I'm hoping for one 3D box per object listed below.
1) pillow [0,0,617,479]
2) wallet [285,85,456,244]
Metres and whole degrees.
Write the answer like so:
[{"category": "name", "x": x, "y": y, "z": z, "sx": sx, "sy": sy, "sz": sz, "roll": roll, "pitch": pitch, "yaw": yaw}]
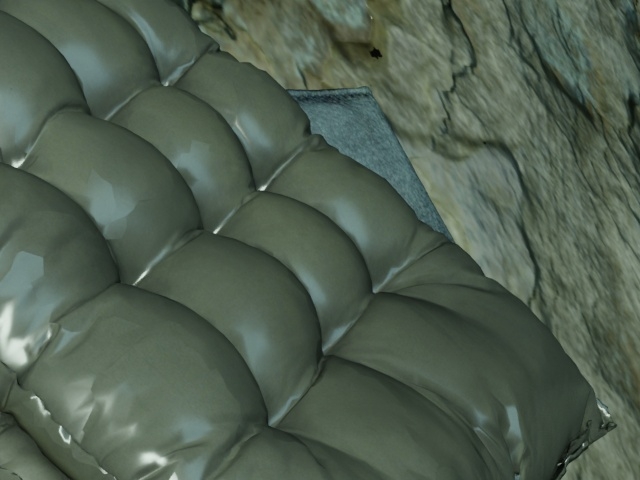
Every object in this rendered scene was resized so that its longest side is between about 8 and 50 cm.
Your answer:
[{"category": "pillow", "x": -0.067, "y": 0.009, "z": 0.439, "sx": 0.326, "sy": 0.101, "sz": 0.228, "roll": 44, "pitch": 29, "yaw": 4}, {"category": "wallet", "x": -0.002, "y": 0.001, "z": 0.642, "sx": 0.222, "sy": 0.036, "sz": 0.167, "roll": -12, "pitch": 70, "yaw": -58}]
